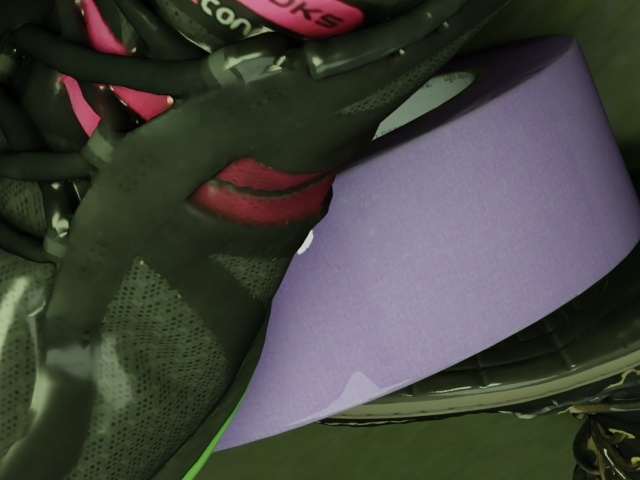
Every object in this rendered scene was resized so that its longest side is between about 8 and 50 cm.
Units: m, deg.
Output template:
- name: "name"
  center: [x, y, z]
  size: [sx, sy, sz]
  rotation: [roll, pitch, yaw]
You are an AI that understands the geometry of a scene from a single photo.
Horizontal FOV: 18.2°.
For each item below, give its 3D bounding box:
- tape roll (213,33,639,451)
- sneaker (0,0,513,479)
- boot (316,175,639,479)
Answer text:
- name: "tape roll"
  center: [0.000, 0.000, 0.887]
  size: [0.275, 0.275, 0.090]
  rotation: [-20, 100, 15]
- name: "sneaker"
  center: [-0.046, -0.072, 0.652]
  size: [0.483, 0.185, 0.202]
  rotation: [-52, 167, 2]
- name: "boot"
  center: [0.160, 0.083, 1.137]
  size: [0.377, 0.138, 0.284]
  rotation: [-16, 143, -3]
